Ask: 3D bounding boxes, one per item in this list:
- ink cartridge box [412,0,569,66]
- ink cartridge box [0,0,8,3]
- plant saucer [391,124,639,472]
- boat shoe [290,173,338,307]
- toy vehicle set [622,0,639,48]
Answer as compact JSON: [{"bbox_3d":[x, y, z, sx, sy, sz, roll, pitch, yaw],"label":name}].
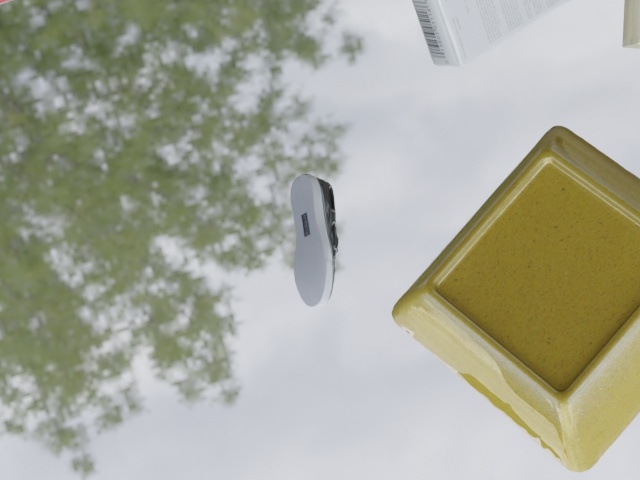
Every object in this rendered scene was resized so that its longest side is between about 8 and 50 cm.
[{"bbox_3d":[0.143,-0.242,1.149,0.179,0.145,0.045,-34,-153,-25],"label":"ink cartridge box"},{"bbox_3d":[-0.271,-0.416,1.490,0.261,0.296,0.066,-23,-167,-24],"label":"ink cartridge box"},{"bbox_3d":[0.288,0.049,1.729,0.333,0.081,0.333,-49,-122,-2],"label":"plant saucer"},{"bbox_3d":[0.000,0.000,1.495,0.040,0.142,0.049,8,161,-43],"label":"boat shoe"},{"bbox_3d":[0.409,-0.332,1.531,0.166,0.267,0.035,3,-179,-15],"label":"toy vehicle set"}]
